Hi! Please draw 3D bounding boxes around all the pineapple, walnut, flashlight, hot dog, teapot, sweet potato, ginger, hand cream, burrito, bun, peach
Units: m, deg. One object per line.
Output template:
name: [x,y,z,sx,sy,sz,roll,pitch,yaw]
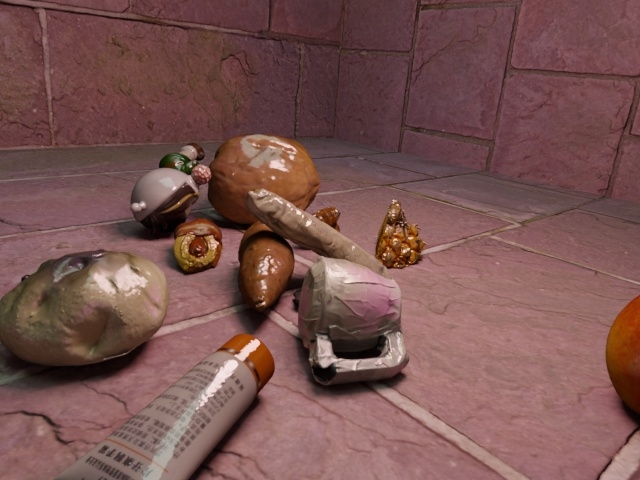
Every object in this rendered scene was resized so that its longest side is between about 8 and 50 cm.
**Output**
pineapple: [0.234,-0.028,1.350,0.139,0.164,0.250,14,16,4]
walnut: [-0.170,-0.187,1.523,0.343,0.306,0.306,5,19,7]
flashlight: [-0.610,0.072,1.057,0.018,0.018,0.083,8,19,5]
hot dog: [-0.309,-0.006,1.242,0.123,0.093,0.261,-1,20,-16]
teapot: [0.062,0.128,0.843,0.178,0.164,0.222,8,17,-12]
sweet potato: [-0.114,0.060,1.046,0.131,0.131,0.337,1,19,-11]
ginger: [-0.010,-0.030,1.387,0.162,0.103,0.073,-23,28,-37]
hand cream: [-0.169,0.230,0.607,0.139,0.089,0.314,13,25,27]
burrito: [0.000,0.000,1.101,0.392,0.076,0.117,32,-1,-13]
bun: [-0.387,0.095,0.825,0.272,0.169,0.273,-3,16,1]
peach: [0.561,0.170,0.743,0.230,0.231,0.231,4,19,-1]

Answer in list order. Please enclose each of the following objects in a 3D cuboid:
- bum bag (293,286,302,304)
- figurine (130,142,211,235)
bum bag: [0.034,0.124,1.015,0.197,0.049,0.087,10,15,18]
figurine: [-0.431,-0.160,1.422,0.281,0.167,0.370,-32,29,28]
